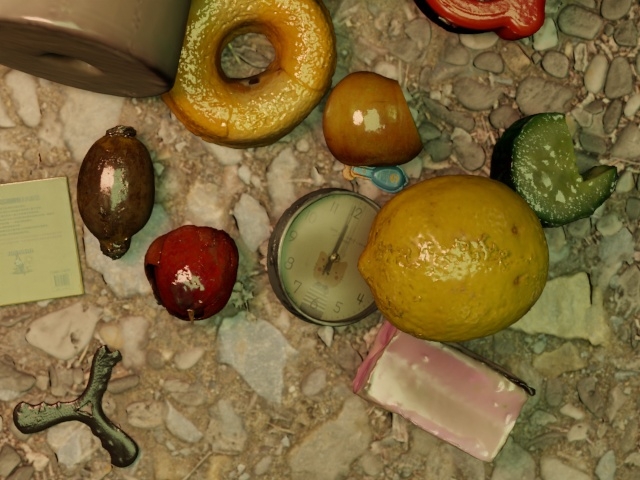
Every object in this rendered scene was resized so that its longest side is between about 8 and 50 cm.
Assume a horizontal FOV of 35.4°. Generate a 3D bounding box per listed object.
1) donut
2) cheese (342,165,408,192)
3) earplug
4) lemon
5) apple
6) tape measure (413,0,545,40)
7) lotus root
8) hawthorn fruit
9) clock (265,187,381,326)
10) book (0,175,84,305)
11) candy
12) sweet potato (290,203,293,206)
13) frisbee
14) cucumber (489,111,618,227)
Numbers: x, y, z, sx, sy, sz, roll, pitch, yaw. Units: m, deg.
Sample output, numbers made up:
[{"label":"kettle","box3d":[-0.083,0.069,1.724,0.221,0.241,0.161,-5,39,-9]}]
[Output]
[{"label":"donut","box3d":[-0.111,-0.289,1.552,0.303,0.110,0.303,-1,97,-8]},{"label":"cheese","box3d":[0.091,-0.108,1.646,0.111,0.017,0.047,13,91,-9]},{"label":"earplug","box3d":[-0.311,-0.429,1.396,0.312,0.312,0.394,14,84,-10]},{"label":"lemon","box3d":[0.211,0.025,1.523,0.310,0.258,0.258,-6,97,-20]},{"label":"apple","box3d":[0.085,-0.190,1.574,0.163,0.146,0.147,0,92,-6]},{"label":"tape measure","box3d":[0.259,-0.451,1.589,0.260,0.114,0.253,12,94,-6]},{"label":"lotus root","box3d":[-0.315,-0.073,1.542,0.120,0.120,0.210,3,95,-9]},{"label":"hawthorn fruit","box3d":[-0.198,0.059,1.546,0.148,0.148,0.172,-2,58,-8]},{"label":"clock","box3d":[0.024,0.029,1.603,0.226,0.049,0.226,-3,97,-25]},{"label":"book","box3d":[-0.469,0.003,1.575,0.168,0.013,0.192,-7,97,-8]},{"label":"candy","box3d":[0.198,0.241,1.647,0.265,0.116,0.155,28,92,-11]},{"label":"sweet potato","box3d":[-0.005,0.005,1.633,0.041,0.038,0.153,-38,102,6]},{"label":"frisbee","box3d":[-0.376,0.256,1.615,0.211,0.012,0.187,18,92,-9]},{"label":"cucumber","box3d":[0.367,-0.108,1.639,0.191,0.130,0.191,0,89,-10]}]
